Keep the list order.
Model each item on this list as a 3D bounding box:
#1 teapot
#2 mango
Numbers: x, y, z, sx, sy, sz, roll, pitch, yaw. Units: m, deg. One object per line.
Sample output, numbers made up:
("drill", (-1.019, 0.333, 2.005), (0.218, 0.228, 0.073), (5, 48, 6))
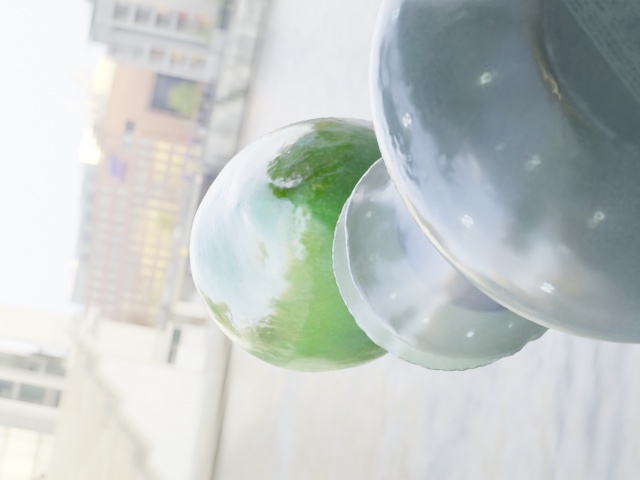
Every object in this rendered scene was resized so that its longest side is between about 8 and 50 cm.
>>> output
("teapot", (0.087, -0.027, 0.682), (0.251, 0.183, 0.183), (128, 154, -65))
("mango", (0.000, 0.000, 1.439), (0.382, 0.225, 0.201), (89, -169, -77))
